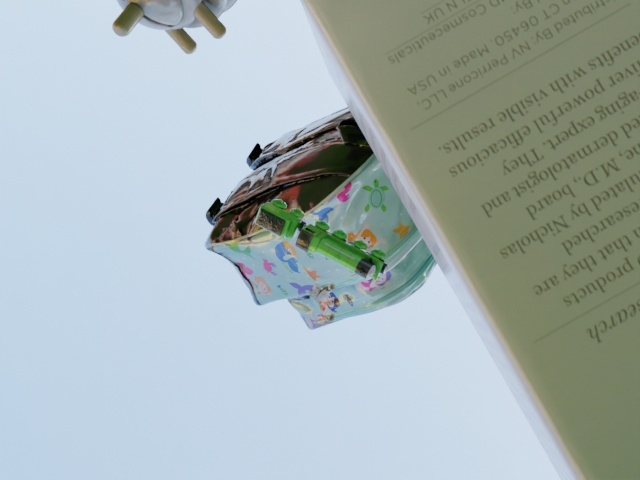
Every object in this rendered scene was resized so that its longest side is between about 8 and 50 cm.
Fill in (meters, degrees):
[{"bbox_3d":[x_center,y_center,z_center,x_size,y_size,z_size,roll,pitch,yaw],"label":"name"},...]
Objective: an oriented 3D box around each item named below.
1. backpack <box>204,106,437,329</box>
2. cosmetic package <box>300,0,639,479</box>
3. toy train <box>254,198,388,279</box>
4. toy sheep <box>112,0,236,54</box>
[{"bbox_3d":[0.033,-0.038,1.342,0.191,0.253,0.225,46,-129,-13],"label":"backpack"},{"bbox_3d":[0.171,0.037,0.728,0.161,0.230,0.453,-29,-94,3],"label":"cosmetic package"},{"bbox_3d":[0.000,0.000,0.759,0.083,0.017,0.023,27,-156,16],"label":"toy train"},{"bbox_3d":[-0.085,-0.167,0.809,0.091,0.091,0.132,18,-128,16],"label":"toy sheep"}]
